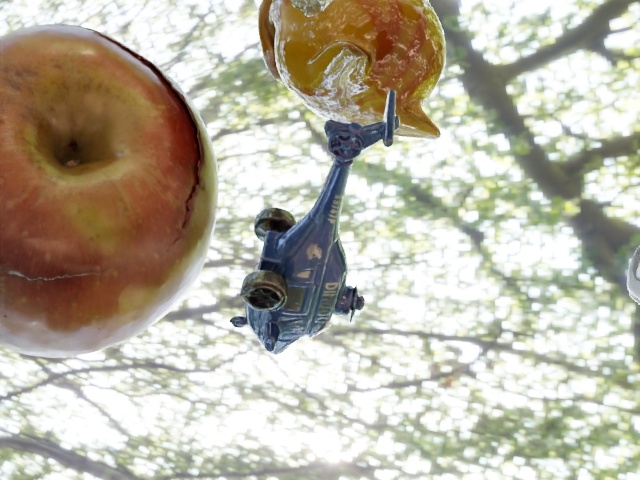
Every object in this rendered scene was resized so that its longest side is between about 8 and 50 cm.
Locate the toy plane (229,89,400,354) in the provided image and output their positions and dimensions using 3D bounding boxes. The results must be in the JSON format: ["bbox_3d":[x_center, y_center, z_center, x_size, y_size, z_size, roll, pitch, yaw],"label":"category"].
[{"bbox_3d":[0.000,0.000,0.613,0.062,0.167,0.054,14,-136,-6],"label":"toy plane"}]

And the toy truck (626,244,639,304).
[{"bbox_3d":[0.283,-0.022,0.796,0.116,0.110,0.216,40,-87,-13],"label":"toy truck"}]

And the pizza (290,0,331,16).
[{"bbox_3d":[-0.007,-0.222,0.726,0.058,0.127,0.246,51,-143,-44],"label":"pizza"}]

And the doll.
[{"bbox_3d":[0.033,-0.214,1.142,0.167,0.162,0.269,30,-128,-35],"label":"doll"}]

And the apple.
[{"bbox_3d":[-0.212,-0.039,1.089,0.251,0.206,0.272,-24,-108,-26],"label":"apple"}]
